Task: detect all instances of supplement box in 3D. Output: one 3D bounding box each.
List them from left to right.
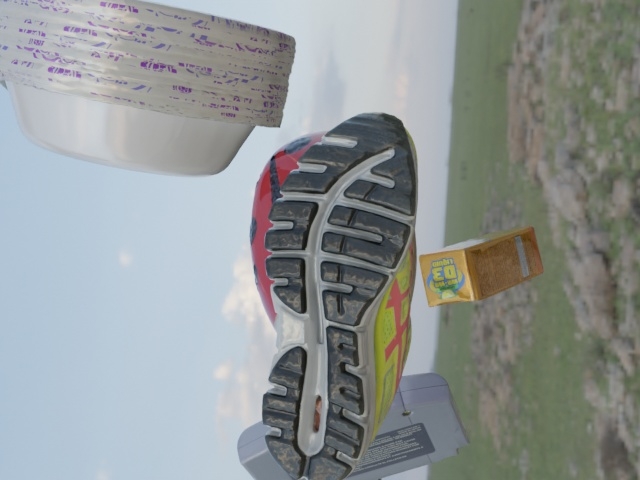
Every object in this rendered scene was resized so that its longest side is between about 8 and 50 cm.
[{"bbox_3d":[0.229,0.034,1.424,0.233,0.078,0.080,-17,-85,-55],"label":"supplement box"}]

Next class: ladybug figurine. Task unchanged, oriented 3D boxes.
[{"bbox_3d":[0.000,0.000,1.577,0.305,0.162,0.449,-44,43,34],"label":"ladybug figurine"}]

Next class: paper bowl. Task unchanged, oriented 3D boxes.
[{"bbox_3d":[-0.173,-0.147,0.955,0.284,0.284,0.148,-47,-31,-80],"label":"paper bowl"}]

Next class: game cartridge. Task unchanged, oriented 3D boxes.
[{"bbox_3d":[0.047,0.272,1.399,0.198,0.297,0.062,65,-171,-47],"label":"game cartridge"}]

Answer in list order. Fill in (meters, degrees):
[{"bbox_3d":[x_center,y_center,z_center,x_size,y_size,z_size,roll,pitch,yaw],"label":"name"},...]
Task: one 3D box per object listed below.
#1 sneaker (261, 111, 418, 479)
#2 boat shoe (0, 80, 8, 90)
[{"bbox_3d":[0.018,0.029,0.591,0.094,0.081,0.209,-9,-68,-66],"label":"sneaker"},{"bbox_3d":[-0.534,-0.296,1.832,0.083,0.065,0.183,-100,-15,-58],"label":"boat shoe"}]
